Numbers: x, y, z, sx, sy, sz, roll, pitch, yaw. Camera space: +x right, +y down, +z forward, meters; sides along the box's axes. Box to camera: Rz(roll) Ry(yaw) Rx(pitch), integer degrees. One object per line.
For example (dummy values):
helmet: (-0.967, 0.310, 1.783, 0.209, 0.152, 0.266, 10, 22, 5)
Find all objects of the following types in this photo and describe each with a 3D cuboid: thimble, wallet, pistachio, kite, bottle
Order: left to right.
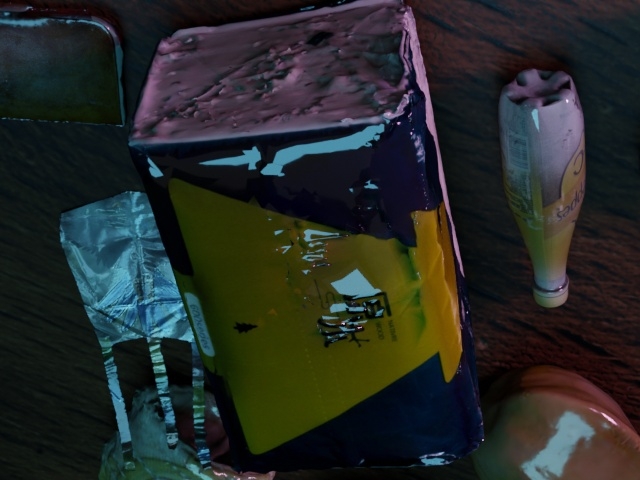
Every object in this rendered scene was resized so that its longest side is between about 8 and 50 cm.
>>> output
wallet: (-0.317, -0.175, 1.457, 0.255, 0.031, 0.137, 3, 127, 1)
kite: (-0.192, 0.099, 1.591, 0.169, 0.015, 0.309, 1, 101, 9)
thimble: (-0.158, 0.257, 1.703, 0.190, 0.137, 0.143, 32, 122, -11)
bottle: (0.225, -0.044, 1.482, 0.083, 0.083, 0.269, -5, 130, 8)
pistachio: (0.282, 0.246, 1.647, 0.260, 0.162, 0.213, 37, 154, -24)

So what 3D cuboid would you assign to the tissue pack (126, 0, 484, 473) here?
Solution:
tissue pack: (0.000, 0.000, 1.427, 0.264, 0.253, 0.416, -7, 124, 9)

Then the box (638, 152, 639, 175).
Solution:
box: (0.480, -0.112, 1.408, 0.310, 0.084, 0.198, 9, 127, -3)
